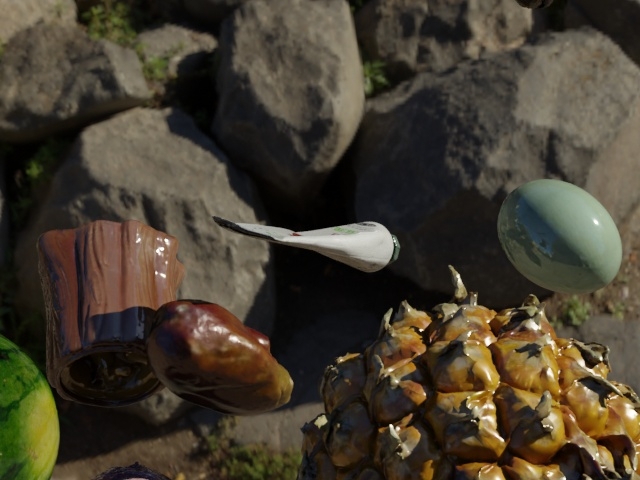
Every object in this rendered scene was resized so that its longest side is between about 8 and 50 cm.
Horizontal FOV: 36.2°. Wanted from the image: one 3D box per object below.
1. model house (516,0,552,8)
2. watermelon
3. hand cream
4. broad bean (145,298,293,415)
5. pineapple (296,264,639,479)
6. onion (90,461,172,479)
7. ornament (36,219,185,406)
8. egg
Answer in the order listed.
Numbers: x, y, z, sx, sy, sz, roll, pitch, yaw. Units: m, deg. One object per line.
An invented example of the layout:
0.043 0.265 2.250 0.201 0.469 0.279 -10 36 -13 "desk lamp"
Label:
0.223 -0.370 0.994 0.141 0.203 0.164 37 70 27 "model house"
-0.298 0.157 0.772 0.127 0.204 0.232 -23 0 37 "watermelon"
0.000 0.000 1.377 0.121 0.076 0.336 12 3 38 "hand cream"
-0.132 0.157 1.303 0.156 0.229 0.122 -22 48 41 "broad bean"
0.177 0.137 0.791 0.345 0.208 0.286 -5 6 -24 "pineapple"
-0.212 0.462 1.311 0.159 0.348 0.267 -32 17 35 "onion"
-0.314 0.114 1.442 0.235 0.221 0.217 19 43 -33 "ornament"
0.342 -0.005 1.405 0.149 0.149 0.192 -38 60 -25 "egg"
